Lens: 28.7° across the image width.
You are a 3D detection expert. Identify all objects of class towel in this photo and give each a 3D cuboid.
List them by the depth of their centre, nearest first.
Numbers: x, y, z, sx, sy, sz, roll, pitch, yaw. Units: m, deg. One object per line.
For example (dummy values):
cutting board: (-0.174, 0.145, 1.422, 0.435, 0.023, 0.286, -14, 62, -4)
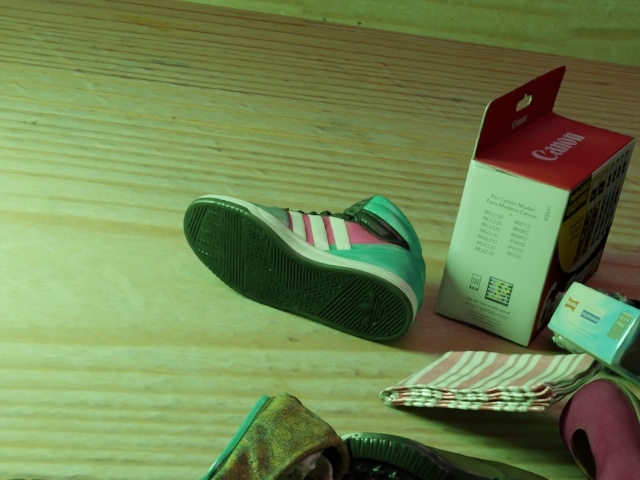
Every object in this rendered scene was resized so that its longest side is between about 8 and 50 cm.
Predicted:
towel: (0.177, 0.138, 1.284, 0.197, 0.029, 0.144, -2, 10, 35)

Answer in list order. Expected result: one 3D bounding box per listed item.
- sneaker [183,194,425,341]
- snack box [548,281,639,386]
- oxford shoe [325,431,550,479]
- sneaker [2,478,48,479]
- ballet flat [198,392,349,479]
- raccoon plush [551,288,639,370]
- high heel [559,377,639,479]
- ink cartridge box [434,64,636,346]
sneaker: (0.000, 0.000, 1.485, 0.295, 0.124, 0.178, 25, 30, 12)
snack box: (0.384, 0.155, 1.181, 0.321, 0.060, 0.187, 32, 2, -9)
oxford shoe: (0.114, 0.224, 1.105, 0.227, 0.083, 0.096, 16, 2, 14)
sneaker: (-0.268, 0.263, 0.807, 0.140, 0.125, 0.340, 51, 33, 15)
ballet flat: (-0.066, 0.226, 0.960, 0.123, 0.123, 0.348, 18, 24, 16)
raccoon plush: (0.528, 0.070, 1.499, 0.446, 0.216, 0.299, 19, 16, 17)
high heel: (0.244, 0.223, 1.080, 0.127, 0.181, 0.377, 48, -9, 0)
ink cartridge box: (0.282, -0.056, 1.563, 0.130, 0.272, 0.309, 20, 25, 21)
